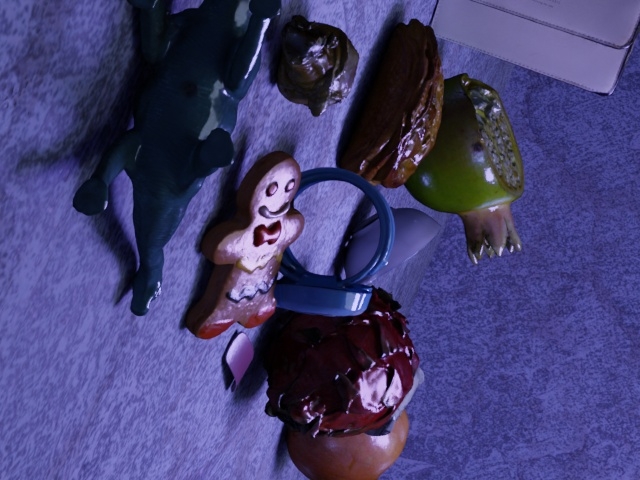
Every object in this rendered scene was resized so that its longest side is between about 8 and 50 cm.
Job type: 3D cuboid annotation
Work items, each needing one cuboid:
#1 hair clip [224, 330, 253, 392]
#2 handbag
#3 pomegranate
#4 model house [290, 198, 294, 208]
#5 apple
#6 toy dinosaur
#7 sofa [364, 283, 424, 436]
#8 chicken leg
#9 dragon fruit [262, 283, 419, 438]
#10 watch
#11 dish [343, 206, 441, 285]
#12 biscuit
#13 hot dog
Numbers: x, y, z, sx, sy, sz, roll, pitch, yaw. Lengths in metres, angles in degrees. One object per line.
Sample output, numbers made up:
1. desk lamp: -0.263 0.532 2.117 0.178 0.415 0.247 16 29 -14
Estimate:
1. hair clip: -0.117 0.177 1.806 0.054 0.022 0.137 -59 166 -26
2. handbag: 0.403 -0.433 2.262 0.160 0.359 0.236 -40 149 -65
3. pomegranate: 0.257 -0.129 2.380 0.310 0.216 0.358 -7 86 -70
4. model house: -0.064 -0.052 1.564 0.058 0.057 0.083 -159 -110 -65
5. apple: 0.056 0.381 2.490 0.253 0.254 0.253 22 90 -79
6. toy dinosaur: -0.113 -0.118 1.129 0.331 0.129 0.383 111 1 -84
7. sofa: 0.091 0.217 2.335 0.176 0.225 0.210 -58 172 29
8. chicken leg: -0.009 -0.201 1.437 0.103 0.088 0.228 -56 174 7
9. dragon fruit: 0.023 0.197 1.999 0.299 0.244 0.244 -28 144 -38
10. watch: 0.000 0.000 1.664 0.211 0.211 0.193 4 93 -79
11. dish: 0.106 0.001 2.328 0.228 0.086 0.236 -31 -173 21
12. biscuit: -0.078 0.009 1.494 0.165 0.036 0.250 -15 131 -50
13. hot dog: 0.130 -0.212 1.999 0.272 0.122 0.196 -66 168 -5
